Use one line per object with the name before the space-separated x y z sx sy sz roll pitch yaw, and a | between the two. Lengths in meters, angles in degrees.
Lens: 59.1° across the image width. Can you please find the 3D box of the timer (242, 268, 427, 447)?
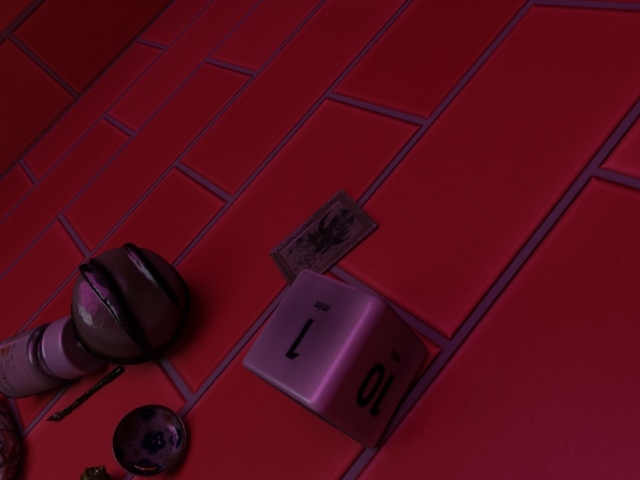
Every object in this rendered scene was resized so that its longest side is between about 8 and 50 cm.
timer | 0.027 0.191 0.930 0.194 0.192 0.195 16 67 44

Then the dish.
dish | -0.340 0.409 1.126 0.141 0.078 0.141 7 51 -9

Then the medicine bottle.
medicine bottle | -0.681 0.289 1.415 0.273 0.165 0.165 -22 46 22

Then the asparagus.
asparagus | -0.571 0.375 1.366 0.233 0.022 0.023 -36 86 4

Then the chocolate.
chocolate | -0.433 0.125 1.265 0.283 0.186 0.284 3 60 -5

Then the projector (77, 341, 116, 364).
projector | -0.506 0.215 1.378 0.061 0.115 0.147 -7 53 30

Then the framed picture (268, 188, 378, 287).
framed picture | 0.000 0.000 1.245 0.231 0.010 0.173 -42 41 1

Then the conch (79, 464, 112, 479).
conch | -0.453 0.506 1.125 0.089 0.074 0.121 -150 81 -81

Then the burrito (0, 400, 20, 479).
burrito | -0.831 0.500 1.405 0.139 0.101 0.445 -46 38 -20
